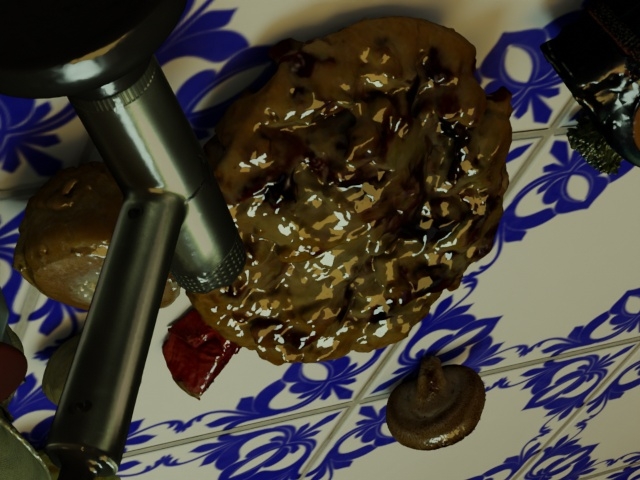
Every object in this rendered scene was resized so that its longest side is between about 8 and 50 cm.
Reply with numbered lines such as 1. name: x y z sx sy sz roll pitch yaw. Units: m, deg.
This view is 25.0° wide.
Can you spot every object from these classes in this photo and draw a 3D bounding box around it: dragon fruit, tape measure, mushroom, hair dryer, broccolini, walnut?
1. dragon fruit: -0.105 0.080 1.385 0.097 0.063 0.131 -48 170 -40
2. tape measure: 0.315 -0.160 1.243 0.202 0.135 0.223 -37 139 17
3. mushroom: 0.139 0.199 1.737 0.126 0.109 0.085 -17 160 14
4. hair dryer: -0.113 -0.010 0.872 0.155 0.284 0.320 -12 135 7
5. broccolini: 0.329 -0.152 1.371 0.216 0.067 0.058 -44 153 12
6. walnut: -0.209 0.123 1.320 0.092 0.092 0.092 -21 152 -12

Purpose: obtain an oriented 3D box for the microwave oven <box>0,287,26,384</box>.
1. microwave oven: -0.300 0.018 0.914 0.162 0.208 0.122 -29 153 2

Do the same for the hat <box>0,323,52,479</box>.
1. hat: -0.296 0.102 1.151 0.252 0.252 0.110 97 18 -58

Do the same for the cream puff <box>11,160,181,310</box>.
1. cream puff: -0.162 -0.006 1.109 0.144 0.103 0.126 24 142 -35

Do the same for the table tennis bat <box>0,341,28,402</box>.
1. table tennis bat: -0.229 0.081 0.838 0.098 0.019 0.155 -29 155 3

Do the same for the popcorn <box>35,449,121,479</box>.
1. popcorn: -0.271 0.313 1.473 0.198 0.212 0.198 -21 -175 2

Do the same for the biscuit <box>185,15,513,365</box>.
1. biscuit: 0.033 -0.025 1.185 0.289 0.081 0.334 -8 130 -20
